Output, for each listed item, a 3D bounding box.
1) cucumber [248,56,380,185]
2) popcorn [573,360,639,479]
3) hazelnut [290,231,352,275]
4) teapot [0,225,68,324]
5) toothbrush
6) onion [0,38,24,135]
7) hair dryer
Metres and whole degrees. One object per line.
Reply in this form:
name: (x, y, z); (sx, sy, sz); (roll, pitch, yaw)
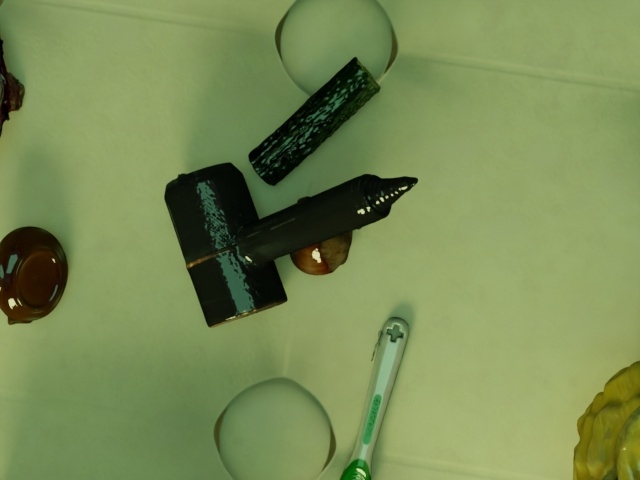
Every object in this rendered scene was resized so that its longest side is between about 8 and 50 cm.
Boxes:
cucumber: (-0.009, -0.144, 1.689); (0.187, 0.058, 0.058); (-43, 88, 2)
popcorn: (0.470, 0.249, 1.561); (0.381, 0.349, 0.349); (-28, 88, -36)
hazelnut: (0.000, 0.000, 1.684); (0.086, 0.086, 0.086); (0, 90, 3)
teapot: (-0.365, 0.044, 1.704); (0.098, 0.078, 0.129); (-6, 106, -36)
toothbrush: (0.043, 0.298, 1.702); (0.042, 0.040, 0.418); (15, 86, 4)
onion: (-0.450, -0.189, 1.695); (0.098, 0.151, 0.206); (-11, 77, 36)
hair dryer: (-0.028, -0.035, 1.594); (0.352, 0.107, 0.189); (-22, 86, 38)
